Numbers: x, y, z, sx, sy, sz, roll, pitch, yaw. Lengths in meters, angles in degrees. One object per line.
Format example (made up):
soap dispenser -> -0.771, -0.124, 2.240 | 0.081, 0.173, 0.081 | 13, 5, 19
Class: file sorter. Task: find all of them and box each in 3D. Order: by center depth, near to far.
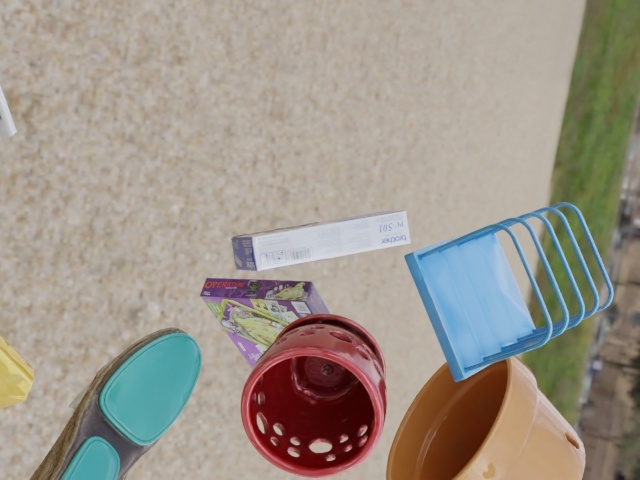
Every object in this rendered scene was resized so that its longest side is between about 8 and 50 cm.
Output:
file sorter -> 0.176, 0.037, 1.017 | 0.170, 0.104, 0.118 | -15, 82, -56

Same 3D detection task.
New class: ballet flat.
ballet flat -> -0.262, 0.235, 1.313 | 0.116, 0.124, 0.342 | 51, 44, -25

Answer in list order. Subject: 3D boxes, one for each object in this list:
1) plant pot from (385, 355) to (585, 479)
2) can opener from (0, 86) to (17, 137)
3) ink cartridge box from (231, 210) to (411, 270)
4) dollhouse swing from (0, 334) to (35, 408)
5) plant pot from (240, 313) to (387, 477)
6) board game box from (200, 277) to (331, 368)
plant pot -> 0.271, 0.330, 1.761 | 0.291, 0.203, 0.291 | -49, -163, 21
can opener -> -0.396, -0.210, 1.188 | 0.095, 0.076, 0.283 | -44, 145, -30
ink cartridge box -> 0.000, 0.000, 1.433 | 0.097, 0.207, 0.046 | 180, -99, -71
dollhouse swing -> -0.647, 0.094, 1.794 | 0.305, 0.347, 0.315 | 51, 24, -57
plant pot -> -0.001, 0.198, 1.538 | 0.174, 0.191, 0.191 | -70, 168, -68
board game box -> -0.058, 0.183, 2.055 | 0.347, 0.208, 0.056 | 62, 32, -49
